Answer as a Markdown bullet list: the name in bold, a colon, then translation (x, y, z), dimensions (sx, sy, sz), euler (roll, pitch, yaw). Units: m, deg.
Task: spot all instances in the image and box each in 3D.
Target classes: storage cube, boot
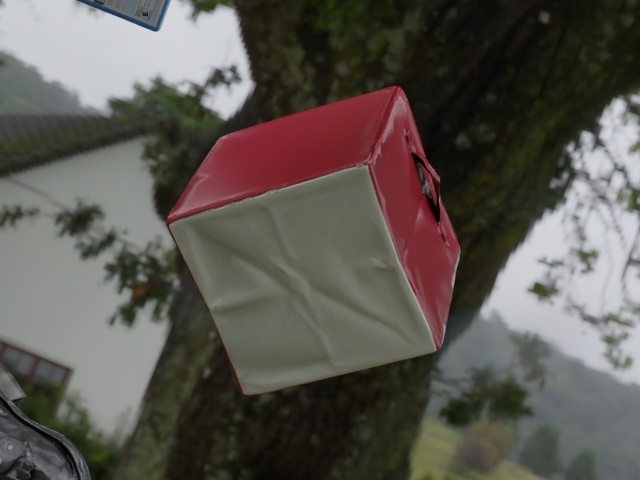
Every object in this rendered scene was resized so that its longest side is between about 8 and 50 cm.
- **storage cube**: translation (0.000, 0.000, 1.262), dimensions (0.215, 0.184, 0.193), euler (-15, 21, 17)
- **boot**: translation (-0.352, 0.207, 1.285), dimensions (0.229, 0.091, 0.263), euler (-8, 39, -43)

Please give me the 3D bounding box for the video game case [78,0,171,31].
- **video game case**: translation (-0.201, -0.272, 1.274), dimensions (0.166, 0.119, 0.015), euler (22, 12, 0)
